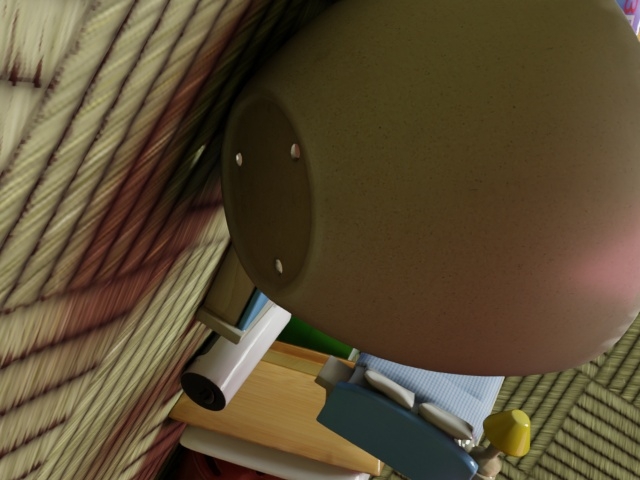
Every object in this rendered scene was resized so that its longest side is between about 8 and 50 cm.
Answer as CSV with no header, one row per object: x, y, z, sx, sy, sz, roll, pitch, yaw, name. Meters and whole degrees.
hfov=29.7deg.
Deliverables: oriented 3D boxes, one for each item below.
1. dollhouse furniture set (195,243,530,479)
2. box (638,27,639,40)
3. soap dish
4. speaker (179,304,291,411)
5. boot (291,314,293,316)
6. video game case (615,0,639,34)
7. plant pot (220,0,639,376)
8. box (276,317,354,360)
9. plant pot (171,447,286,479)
0.095,0.028,1.092,0.198,0.303,0.286,-61,173,33,dollhouse furniture set
0.359,-0.351,1.637,0.345,0.215,0.168,-60,-178,12,box
-0.025,0.188,1.383,0.291,0.229,0.118,6,99,-83,soap dish
-0.084,0.108,1.222,0.136,0.055,0.055,-53,172,-38,speaker
0.000,0.000,1.316,0.198,0.137,0.077,-20,170,7,boot
0.140,-0.134,0.891,0.244,0.061,0.269,-118,-149,-58,video game case
0.048,-0.042,0.764,0.191,0.284,0.284,-8,144,-28,plant pot
0.045,0.028,1.553,0.231,0.126,0.262,-52,171,-31,box
-0.095,0.363,1.565,0.272,0.272,0.265,-50,162,-52,plant pot
